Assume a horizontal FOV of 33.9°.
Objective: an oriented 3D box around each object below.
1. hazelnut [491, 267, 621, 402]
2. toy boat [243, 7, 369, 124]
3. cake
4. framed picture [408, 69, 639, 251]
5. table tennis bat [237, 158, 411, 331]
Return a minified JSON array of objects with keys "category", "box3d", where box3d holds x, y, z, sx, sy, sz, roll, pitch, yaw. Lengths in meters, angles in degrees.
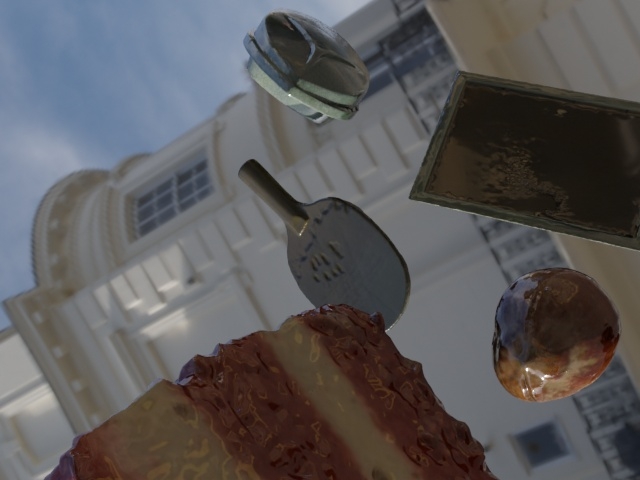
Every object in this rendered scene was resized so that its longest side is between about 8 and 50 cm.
[{"category":"hazelnut","box3d":[0.139,0.058,0.631,0.086,0.086,0.086,39,-145,-35]},{"category":"toy boat","box3d":[-0.018,-0.179,1.106,0.141,0.092,0.319,36,-167,-6]},{"category":"cake","box3d":[-0.054,0.242,0.773,0.269,0.270,0.319,51,-144,16]},{"category":"framed picture","box3d":[0.263,-0.098,1.228,0.016,0.273,0.216,80,-151,-54]},{"category":"table tennis bat","box3d":[0.000,0.000,1.089,0.234,0.131,0.022,45,-142,15]}]
